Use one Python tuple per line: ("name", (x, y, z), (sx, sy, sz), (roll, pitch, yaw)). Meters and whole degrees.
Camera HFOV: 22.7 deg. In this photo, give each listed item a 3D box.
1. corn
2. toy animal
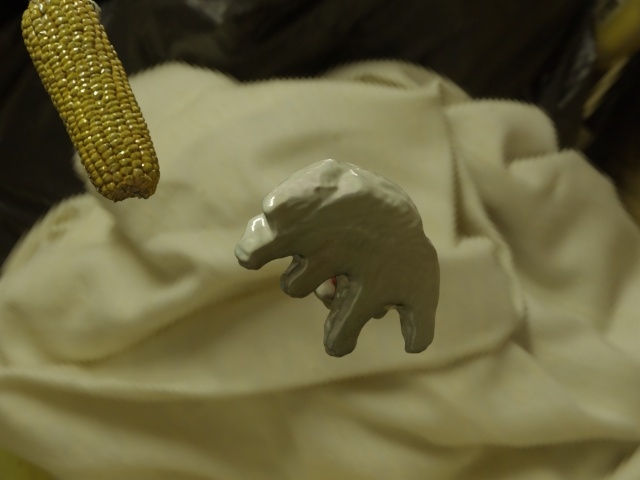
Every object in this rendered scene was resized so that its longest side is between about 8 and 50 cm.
("corn", (-0.273, -0.172, 1.909), (0.106, 0.106, 0.293), (-32, 74, 29))
("toy animal", (0.000, 0.000, 1.994), (0.188, 0.308, 0.266), (52, 137, 46))
